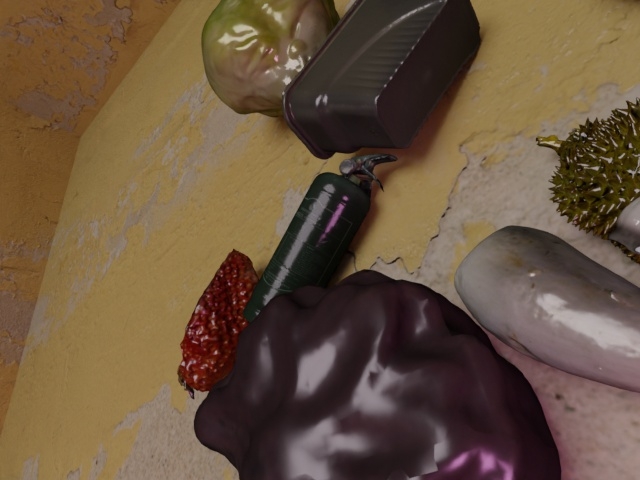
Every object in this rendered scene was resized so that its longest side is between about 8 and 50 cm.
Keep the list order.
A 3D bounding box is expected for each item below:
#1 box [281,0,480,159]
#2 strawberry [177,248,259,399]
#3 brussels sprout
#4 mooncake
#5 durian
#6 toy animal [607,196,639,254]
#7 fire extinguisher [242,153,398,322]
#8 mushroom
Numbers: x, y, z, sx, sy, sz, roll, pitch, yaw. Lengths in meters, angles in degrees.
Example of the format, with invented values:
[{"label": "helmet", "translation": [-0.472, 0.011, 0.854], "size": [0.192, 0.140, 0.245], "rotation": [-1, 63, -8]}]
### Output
[{"label": "box", "translation": [0.086, -0.243, 0.709], "size": [0.178, 0.138, 0.274], "rotation": [21, 74, 48]}, {"label": "strawberry", "translation": [-0.149, 0.144, 0.810], "size": [0.175, 0.107, 0.235], "rotation": [-40, -30, -81]}, {"label": "brussels sprout", "translation": [-0.091, -0.366, 0.948], "size": [0.274, 0.242, 0.316], "rotation": [-16, 59, 14]}, {"label": "mooncake", "translation": [0.036, 0.214, 0.481], "size": [0.350, 0.212, 0.381], "rotation": [-48, 42, 9]}, {"label": "durian", "translation": [0.276, -0.073, 0.449], "size": [0.146, 0.102, 0.208], "rotation": [-59, 34, 15]}, {"label": "toy animal", "translation": [0.336, -0.111, 0.257], "size": [0.194, 0.258, 0.357], "rotation": [-117, 49, -73]}, {"label": "fire extinguisher", "translation": [0.000, 0.000, 0.729], "size": [0.114, 0.095, 0.311], "rotation": [30, 93, 39]}, {"label": "mushroom", "translation": [0.228, 0.068, 0.410], "size": [0.270, 0.118, 0.103], "rotation": [34, 134, 51]}]
